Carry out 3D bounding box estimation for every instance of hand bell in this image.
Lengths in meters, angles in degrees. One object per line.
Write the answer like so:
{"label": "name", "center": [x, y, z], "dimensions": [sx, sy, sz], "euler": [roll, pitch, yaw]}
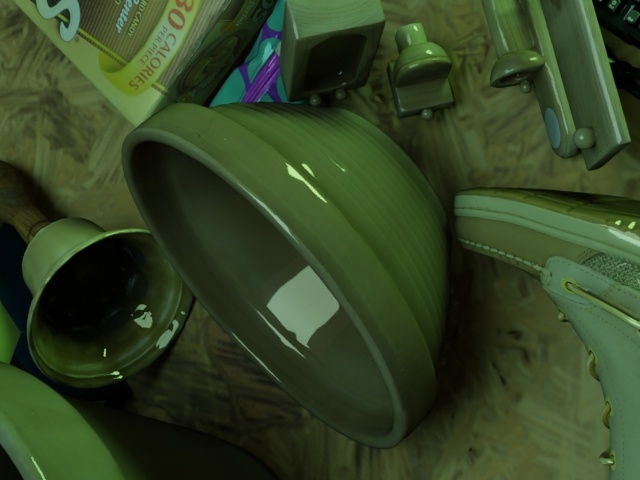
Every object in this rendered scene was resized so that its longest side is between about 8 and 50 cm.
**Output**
{"label": "hand bell", "center": [-0.208, -0.008, 0.941], "dimensions": [0.242, 0.126, 0.126], "euler": [40, 110, 43]}

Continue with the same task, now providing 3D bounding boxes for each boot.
{"label": "boot", "center": [0.162, 0.084, 0.667], "dimensions": [0.262, 0.095, 0.203], "euler": [20, 107, 43]}

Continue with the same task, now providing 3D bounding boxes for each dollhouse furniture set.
{"label": "dollhouse furniture set", "center": [0.066, -0.079, 0.708], "dimensions": [0.151, 0.144, 0.123], "euler": [-13, 80, -6]}

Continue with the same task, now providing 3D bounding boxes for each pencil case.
{"label": "pencil case", "center": [-0.036, -0.095, 0.829], "dimensions": [0.064, 0.070, 0.151], "euler": [43, 113, 14]}

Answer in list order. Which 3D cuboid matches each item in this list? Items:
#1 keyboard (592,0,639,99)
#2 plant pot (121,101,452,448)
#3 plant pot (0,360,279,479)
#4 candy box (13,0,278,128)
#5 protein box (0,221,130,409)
{"label": "keyboard", "center": [0.189, -0.127, 0.702], "dimensions": [0.180, 0.023, 0.108], "euler": [43, 111, 30]}
{"label": "plant pot", "center": [0.000, 0.000, 0.743], "dimensions": [0.110, 0.237, 0.237], "euler": [-41, 58, -19]}
{"label": "plant pot", "center": [-0.155, 0.223, 0.766], "dimensions": [0.323, 0.280, 0.323], "euler": [-2, 87, 36]}
{"label": "candy box", "center": [-0.156, -0.247, 0.878], "dimensions": [0.316, 0.087, 0.183], "euler": [46, 113, 16]}
{"label": "protein box", "center": [-0.290, 0.117, 0.954], "dimensions": [0.200, 0.136, 0.201], "euler": [49, 113, 26]}
